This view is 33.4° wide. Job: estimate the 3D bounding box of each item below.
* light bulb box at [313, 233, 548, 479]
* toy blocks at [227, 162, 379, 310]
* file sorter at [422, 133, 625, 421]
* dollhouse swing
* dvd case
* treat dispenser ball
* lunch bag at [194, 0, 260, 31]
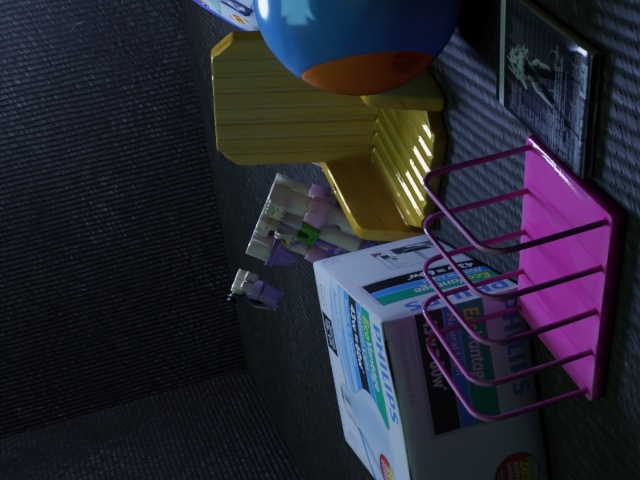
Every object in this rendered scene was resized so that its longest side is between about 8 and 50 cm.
[{"bbox_3d":[0.168,0.213,1.710,0.361,0.225,0.358,-142,40,-70],"label":"light bulb box"},{"bbox_3d":[0.000,0.000,2.120,0.288,0.260,0.309,123,168,-70],"label":"toy blocks"},{"bbox_3d":[0.238,0.055,1.346,0.202,0.182,0.290,-122,22,-50],"label":"file sorter"},{"bbox_3d":[0.003,-0.171,1.805,0.347,0.305,0.315,94,158,-50],"label":"dollhouse swing"},{"bbox_3d":[0.272,-0.197,1.297,0.221,0.018,0.164,-123,21,-51],"label":"dvd case"},{"bbox_3d":[0.050,-0.342,1.457,0.288,0.288,0.288,165,90,-77],"label":"treat dispenser ball"},{"bbox_3d":[-0.186,-0.635,2.258,0.385,0.239,0.328,60,167,-6],"label":"lunch bag"}]
